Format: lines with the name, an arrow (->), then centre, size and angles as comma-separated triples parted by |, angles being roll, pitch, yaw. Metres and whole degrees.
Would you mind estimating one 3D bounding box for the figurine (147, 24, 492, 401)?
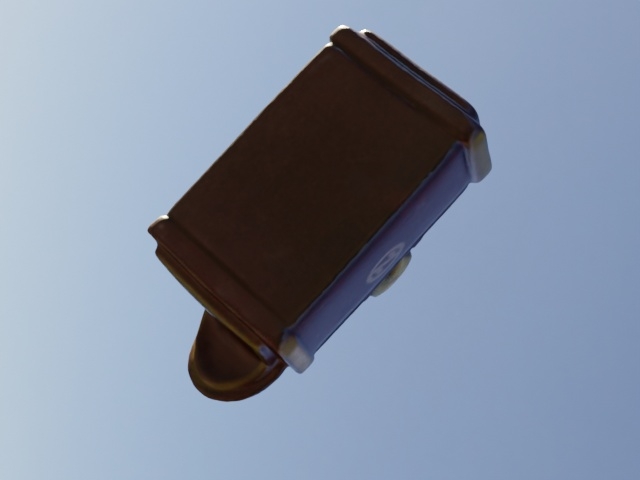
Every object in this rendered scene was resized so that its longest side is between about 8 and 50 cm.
figurine -> 0.000, 0.001, 0.655 | 0.082, 0.154, 0.098 | 41, -2, 27
